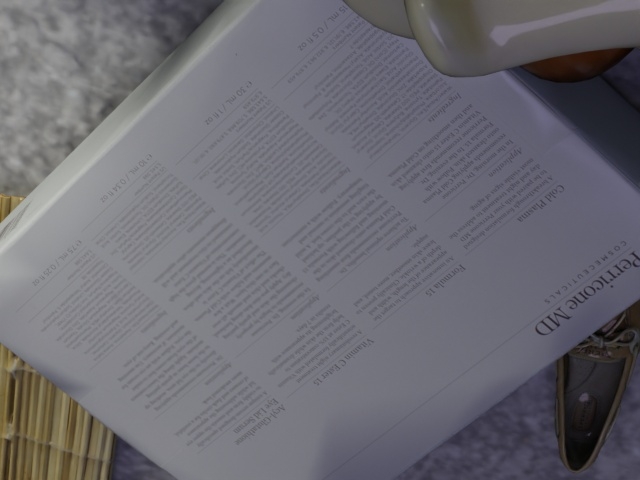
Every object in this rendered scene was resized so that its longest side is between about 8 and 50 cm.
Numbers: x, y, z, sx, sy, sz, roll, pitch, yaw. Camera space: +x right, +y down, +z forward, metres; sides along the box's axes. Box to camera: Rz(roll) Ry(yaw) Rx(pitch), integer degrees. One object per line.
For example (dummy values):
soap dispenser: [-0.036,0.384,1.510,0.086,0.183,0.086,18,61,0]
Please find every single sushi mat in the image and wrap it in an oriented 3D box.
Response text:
sushi mat: [-0.212,0.092,1.336,0.151,0.019,0.316,15,128,4]

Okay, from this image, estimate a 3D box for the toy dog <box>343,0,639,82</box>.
toy dog: [0.141,-0.230,0.837,0.284,0.395,0.408,51,140,-8]

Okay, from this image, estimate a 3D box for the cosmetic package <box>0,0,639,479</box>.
cosmetic package: [0.000,0.000,1.152,0.284,0.097,0.377,42,121,-14]

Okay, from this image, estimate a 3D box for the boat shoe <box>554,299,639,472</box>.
boat shoe: [0.176,0.082,1.217,0.056,0.048,0.153,11,129,5]
